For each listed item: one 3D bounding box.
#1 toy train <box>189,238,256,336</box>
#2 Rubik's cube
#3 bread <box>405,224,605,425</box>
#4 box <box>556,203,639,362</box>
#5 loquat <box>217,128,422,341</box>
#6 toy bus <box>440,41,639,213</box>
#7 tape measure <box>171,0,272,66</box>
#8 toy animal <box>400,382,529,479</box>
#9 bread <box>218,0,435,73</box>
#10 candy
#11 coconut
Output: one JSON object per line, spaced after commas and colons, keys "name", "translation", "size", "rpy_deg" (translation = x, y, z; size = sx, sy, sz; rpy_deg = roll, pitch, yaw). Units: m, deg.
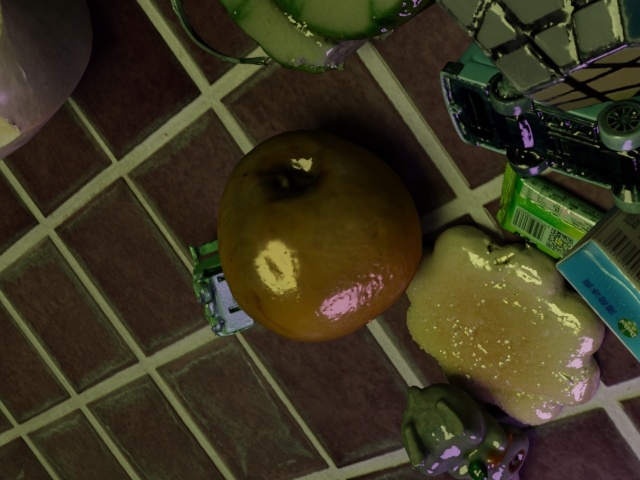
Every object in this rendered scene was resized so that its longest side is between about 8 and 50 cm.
{"name": "toy train", "translation": [-0.148, 0.074, 2.040], "size": [0.081, 0.099, 0.149], "rpy_deg": [-122, 13, -51]}
{"name": "Rubik's cube", "translation": [0.250, -0.272, 1.211], "size": [0.264, 0.319, 0.319], "rpy_deg": [25, 139, 60]}
{"name": "bread", "translation": [0.229, 0.115, 1.725], "size": [0.316, 0.054, 0.316], "rpy_deg": [25, 137, 27]}
{"name": "box", "translation": [0.362, 0.015, 1.397], "size": [0.139, 0.194, 0.073], "rpy_deg": [49, 144, 3]}
{"name": "loquat", "translation": [0.000, 0.000, 1.704], "size": [0.275, 0.275, 0.275], "rpy_deg": [26, 135, 28]}
{"name": "toy bus", "translation": [0.279, -0.150, 1.368], "size": [0.271, 0.164, 0.133], "rpy_deg": [22, 156, 32]}
{"name": "tape measure", "translation": [-0.173, -0.340, 1.666], "size": [0.330, 0.084, 0.164], "rpy_deg": [51, 148, 32]}
{"name": "toy animal", "translation": [0.220, 0.282, 1.805], "size": [0.125, 0.127, 0.251], "rpy_deg": [-12, 150, 39]}
{"name": "bread", "translation": [0.005, -0.360, 1.501], "size": [0.366, 0.129, 0.382], "rpy_deg": [23, 135, 30]}
{"name": "candy", "translation": [0.289, -0.019, 1.574], "size": [0.178, 0.032, 0.102], "rpy_deg": [32, 135, 24]}
{"name": "coconut", "translation": [-0.537, -0.297, 1.893], "size": [0.415, 0.415, 0.344], "rpy_deg": [-29, 54, 51]}
